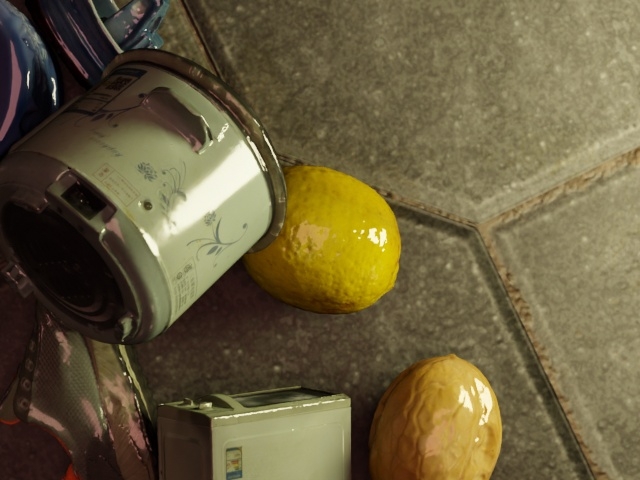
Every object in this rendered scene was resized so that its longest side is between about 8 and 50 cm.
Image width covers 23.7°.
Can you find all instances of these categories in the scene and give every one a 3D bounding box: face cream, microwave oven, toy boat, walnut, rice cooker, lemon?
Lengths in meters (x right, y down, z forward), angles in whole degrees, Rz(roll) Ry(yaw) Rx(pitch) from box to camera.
[{"bbox_3d":[-0.421,-0.168,1.691,0.249,0.225,0.249,0,92,-2],"label":"face cream"},{"bbox_3d":[-0.079,0.255,1.771,0.205,0.129,0.163,-2,95,-38],"label":"microwave oven"},{"bbox_3d":[-0.219,-0.230,1.760,0.142,0.129,0.309,-34,102,13],"label":"toy boat"},{"bbox_3d":[0.136,0.235,1.809,0.159,0.159,0.207,13,96,-6],"label":"walnut"},{"bbox_3d":[-0.188,-0.052,1.625,0.264,0.316,0.317,37,89,12],"label":"rice cooker"},{"bbox_3d":[0.000,0.000,1.781,0.207,0.170,0.170,18,91,-11],"label":"lemon"}]

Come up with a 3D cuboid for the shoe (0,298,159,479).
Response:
[{"bbox_3d":[-0.306,0.150,1.786,0.171,0.132,0.337,-19,98,5],"label":"shoe"}]
